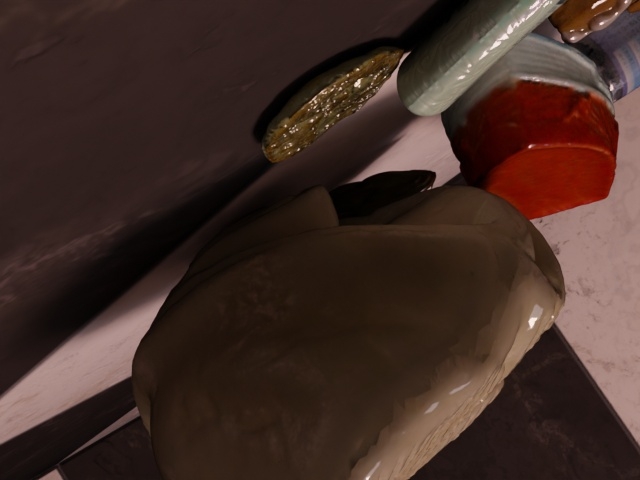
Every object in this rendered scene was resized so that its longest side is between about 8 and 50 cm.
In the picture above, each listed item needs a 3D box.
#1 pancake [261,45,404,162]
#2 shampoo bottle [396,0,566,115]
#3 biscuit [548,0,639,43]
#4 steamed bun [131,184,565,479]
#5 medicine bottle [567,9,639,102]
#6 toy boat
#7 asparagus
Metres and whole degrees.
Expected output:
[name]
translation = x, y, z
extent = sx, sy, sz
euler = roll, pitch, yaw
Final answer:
[pancake]
translation = 0.005, -0.080, 0.518
extent = 0.108, 0.017, 0.108
euler = -33, 174, -4
[shampoo bottle]
translation = 0.118, -0.143, 0.488
extent = 0.191, 0.041, 0.069
euler = -40, -175, 41
[biscuit]
translation = 0.321, -0.249, 0.717
extent = 0.302, 0.049, 0.197
euler = -29, 175, -43
[steamed bun]
translation = 0.003, 0.089, 0.730
extent = 0.368, 0.255, 0.342
euler = -34, 161, -35
[medicine bottle]
translation = 0.363, -0.229, 0.921
extent = 0.203, 0.083, 0.083
euler = -34, 174, 1
[toy boat]
translation = 0.193, -0.112, 0.804
extent = 0.145, 0.133, 0.332
euler = -16, 168, 17
[asparagus]
translation = 0.000, 0.000, 0.901
extent = 0.287, 0.080, 0.080
euler = -30, 177, 30
